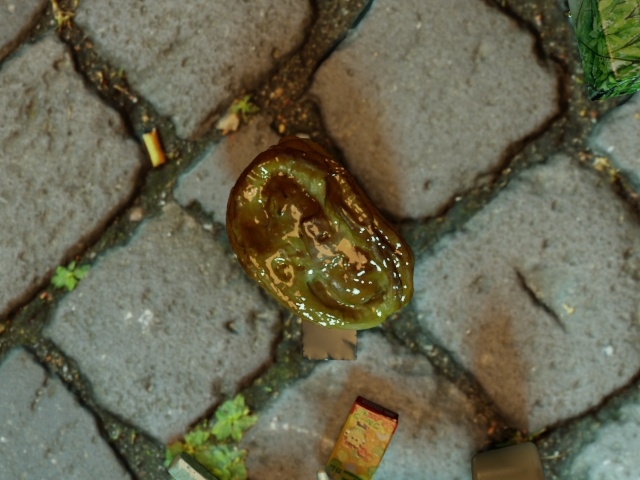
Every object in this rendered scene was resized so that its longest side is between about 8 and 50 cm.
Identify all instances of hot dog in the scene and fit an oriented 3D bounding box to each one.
[{"bbox_3d":[-0.002,-0.001,0.893,0.259,0.114,0.175,46,104,9],"label":"hot dog"}]

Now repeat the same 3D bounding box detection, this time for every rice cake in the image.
[{"bbox_3d":[-0.133,0.349,0.995,0.171,0.029,0.033,40,96,7],"label":"rice cake"}]

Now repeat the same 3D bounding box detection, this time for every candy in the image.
[{"bbox_3d":[0.050,0.267,0.952,0.062,0.038,0.122,24,97,8],"label":"candy"}]

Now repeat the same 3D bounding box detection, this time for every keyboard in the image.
[{"bbox_3d":[0.010,0.058,0.961,0.074,0.015,0.196,-2,92,14],"label":"keyboard"}]

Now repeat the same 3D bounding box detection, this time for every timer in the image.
[{"bbox_3d":[0.129,0.335,0.869,0.266,0.175,0.175,-7,92,10],"label":"timer"}]

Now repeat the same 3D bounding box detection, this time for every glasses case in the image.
[{"bbox_3d":[0.315,-0.303,0.831,0.062,0.095,0.272,-12,86,4],"label":"glasses case"}]

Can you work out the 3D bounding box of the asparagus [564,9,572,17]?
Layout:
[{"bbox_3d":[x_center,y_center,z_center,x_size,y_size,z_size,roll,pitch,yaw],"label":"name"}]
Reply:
[{"bbox_3d":[0.374,-0.268,0.876,0.166,0.013,0.016,5,83,10],"label":"asparagus"}]
